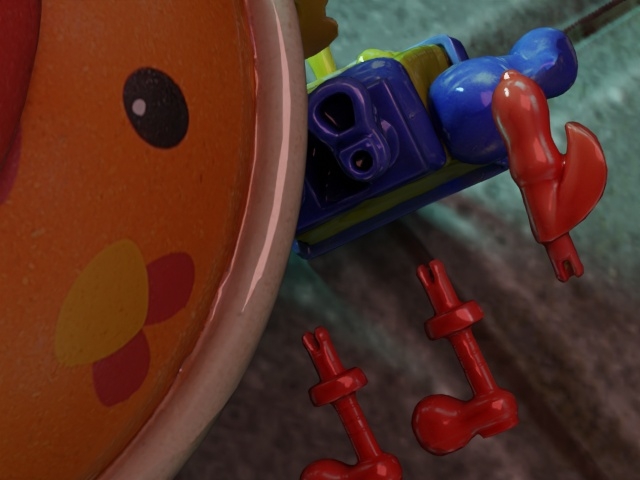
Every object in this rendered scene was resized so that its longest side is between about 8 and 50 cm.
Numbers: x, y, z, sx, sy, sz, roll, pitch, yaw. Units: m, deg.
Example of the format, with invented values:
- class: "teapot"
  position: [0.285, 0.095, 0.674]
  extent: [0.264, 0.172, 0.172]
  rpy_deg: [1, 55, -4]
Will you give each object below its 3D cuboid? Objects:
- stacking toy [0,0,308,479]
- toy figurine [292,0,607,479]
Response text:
- class: "stacking toy"
  position: [-0.228, -0.071, 0.495]
  extent: [0.350, 0.480, 0.351]
  rpy_deg: [-4, 76, 16]
- class: "toy figurine"
  position: [0.000, 0.000, 0.805]
  extent: [0.362, 0.217, 0.191]
  rpy_deg: [-27, 90, 13]
